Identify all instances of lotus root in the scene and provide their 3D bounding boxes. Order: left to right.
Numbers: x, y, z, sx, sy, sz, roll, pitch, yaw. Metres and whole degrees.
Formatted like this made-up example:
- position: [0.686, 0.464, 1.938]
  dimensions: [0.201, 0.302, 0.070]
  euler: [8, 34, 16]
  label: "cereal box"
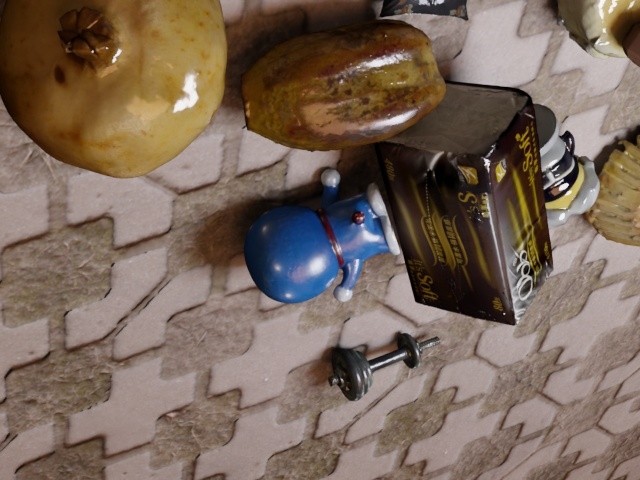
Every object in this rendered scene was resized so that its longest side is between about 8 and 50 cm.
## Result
- position: [0.021, -0.216, 1.306]
  dimensions: [0.291, 0.193, 0.193]
  euler: [-16, 136, -17]
  label: "lotus root"

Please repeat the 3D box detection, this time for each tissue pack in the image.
- position: [0.247, -0.055, 1.481]
  dimensions: [0.198, 0.210, 0.369]
  euler: [-52, 138, -36]
  label: "tissue pack"

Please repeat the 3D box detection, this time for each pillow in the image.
- position: [0.156, -0.367, 1.308]
  dimensions: [0.150, 0.048, 0.090]
  euler: [-4, 130, -23]
  label: "pillow"

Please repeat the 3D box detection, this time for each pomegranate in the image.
- position: [-0.246, -0.217, 1.072]
  dimensions: [0.308, 0.307, 0.307]
  euler: [-14, 135, -15]
  label: "pomegranate"

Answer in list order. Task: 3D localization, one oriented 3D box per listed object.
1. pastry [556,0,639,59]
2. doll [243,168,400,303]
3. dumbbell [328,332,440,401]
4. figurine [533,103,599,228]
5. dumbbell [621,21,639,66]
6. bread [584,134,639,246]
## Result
- position: [0.482, -0.403, 1.381]
  dimensions: [0.265, 0.133, 0.264]
  euler: [-14, 134, -15]
  label: "pastry"
- position: [0.000, 0.000, 1.492]
  dimensions: [0.257, 0.215, 0.161]
  euler: [-18, 170, -4]
  label: "doll"
- position: [0.132, 0.243, 1.837]
  dimensions: [0.255, 0.110, 0.110]
  euler: [-18, 136, -20]
  label: "dumbbell"
- position: [0.390, -0.117, 1.607]
  dimensions: [0.176, 0.133, 0.236]
  euler: [-31, 135, 16]
  label: "figurine"
- position: [0.530, -0.350, 1.304]
  dimensions: [0.092, 0.082, 0.230]
  euler: [15, 120, -30]
  label: "dumbbell"
- position: [0.648, -0.094, 1.751]
  dimensions: [0.274, 0.149, 0.274]
  euler: [-11, 128, -14]
  label: "bread"
